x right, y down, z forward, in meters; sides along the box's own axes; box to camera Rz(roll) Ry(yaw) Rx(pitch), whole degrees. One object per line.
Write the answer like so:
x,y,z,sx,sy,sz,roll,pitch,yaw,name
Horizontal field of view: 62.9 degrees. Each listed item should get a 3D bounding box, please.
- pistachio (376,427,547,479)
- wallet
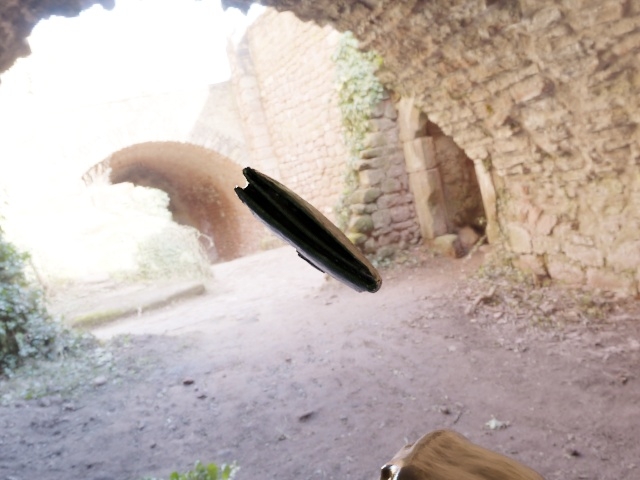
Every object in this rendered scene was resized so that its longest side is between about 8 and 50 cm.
0.095,0.232,0.322,0.163,0.212,0.260,-36,-25,19,pistachio
-0.002,0.002,0.559,0.055,0.160,0.236,-52,-7,2,wallet
